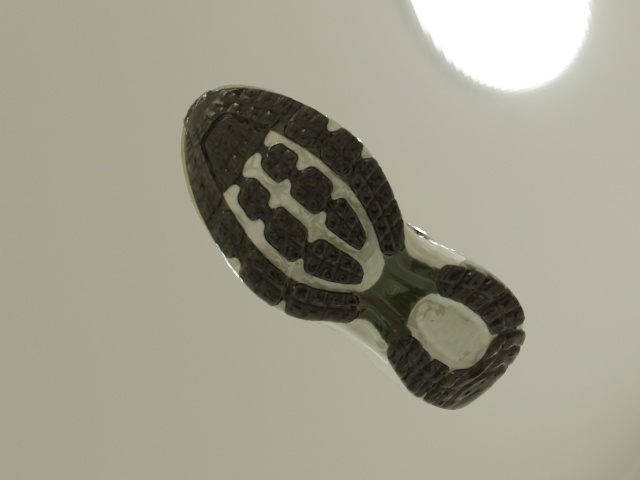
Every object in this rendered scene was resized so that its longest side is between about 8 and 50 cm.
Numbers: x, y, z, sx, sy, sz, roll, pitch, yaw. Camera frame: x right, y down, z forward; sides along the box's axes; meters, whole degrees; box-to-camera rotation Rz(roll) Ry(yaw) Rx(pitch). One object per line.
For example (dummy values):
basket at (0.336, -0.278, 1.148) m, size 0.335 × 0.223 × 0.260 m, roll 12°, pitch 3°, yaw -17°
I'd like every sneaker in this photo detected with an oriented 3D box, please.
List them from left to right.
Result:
sneaker at (0.000, 0.000, 1.722) m, size 0.158 × 0.182 × 0.410 m, roll -50°, pitch -54°, yaw -5°
